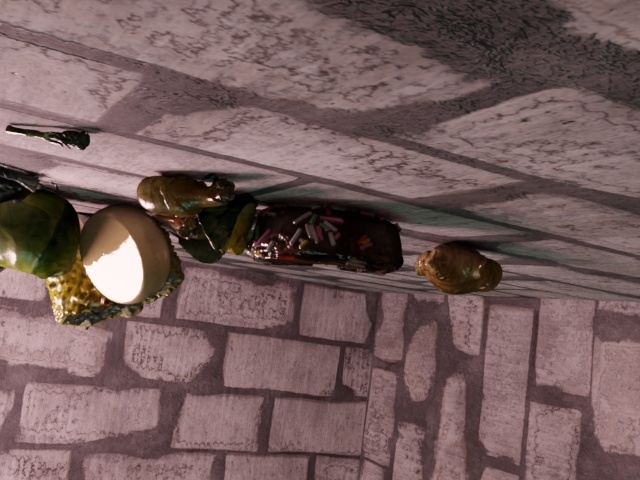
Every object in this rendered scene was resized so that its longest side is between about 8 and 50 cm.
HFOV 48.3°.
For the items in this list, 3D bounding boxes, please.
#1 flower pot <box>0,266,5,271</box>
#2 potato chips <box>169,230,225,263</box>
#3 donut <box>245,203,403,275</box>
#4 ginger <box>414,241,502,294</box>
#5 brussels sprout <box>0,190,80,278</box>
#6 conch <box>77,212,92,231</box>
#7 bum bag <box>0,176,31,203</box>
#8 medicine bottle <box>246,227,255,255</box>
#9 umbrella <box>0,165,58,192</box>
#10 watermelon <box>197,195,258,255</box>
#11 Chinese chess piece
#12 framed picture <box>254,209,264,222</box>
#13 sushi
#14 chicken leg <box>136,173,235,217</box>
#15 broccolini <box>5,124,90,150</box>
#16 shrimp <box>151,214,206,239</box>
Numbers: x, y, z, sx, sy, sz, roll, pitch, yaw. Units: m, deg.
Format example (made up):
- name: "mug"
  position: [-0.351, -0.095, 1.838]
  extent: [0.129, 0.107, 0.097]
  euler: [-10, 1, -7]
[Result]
- name: "flower pot"
  position: [-0.953, -0.017, 1.877]
  extent: [0.251, 0.379, 0.379]
  euler: [-16, 167, 14]
- name: "potato chips"
  position: [-0.340, -0.001, 1.986]
  extent: [0.167, 0.059, 0.228]
  euler: [5, -160, -24]
- name: "donut"
  position: [-0.004, -0.003, 1.533]
  extent: [0.345, 0.136, 0.259]
  euler: [2, 172, 22]
- name: "ginger"
  position: [0.329, 0.062, 1.816]
  extent: [0.219, 0.123, 0.270]
  euler: [-2, 159, 38]
- name: "brussels sprout"
  position: [-0.726, -0.012, 1.831]
  extent: [0.210, 0.219, 0.271]
  euler: [5, 145, 5]
- name: "conch"
  position: [-0.726, -0.035, 2.243]
  extent: [0.255, 0.127, 0.158]
  euler: [-17, 164, -47]
- name: "bum bag"
  position: [-0.783, -0.127, 1.516]
  extent: [0.144, 0.095, 0.340]
  euler: [-4, 175, 27]
- name: "medicine bottle"
  position: [-0.127, 0.001, 1.833]
  extent: [0.121, 0.083, 0.229]
  euler: [-3, -177, -3]
- name: "umbrella"
  position: [-0.659, -0.136, 1.532]
  extent: [0.044, 0.044, 0.269]
  euler: [-28, 161, 19]
- name: "watermelon"
  position: [-0.197, -0.031, 1.522]
  extent: [0.123, 0.129, 0.301]
  euler: [0, 176, 3]
- name: "Chinese chess piece"
  position: [-0.517, 0.037, 1.885]
  extent: [0.273, 0.273, 0.102]
  euler: [3, -162, 34]
- name: "framed picture"
  position: [-0.187, -0.061, 1.753]
  extent: [0.203, 0.015, 0.150]
  euler: [5, 173, 13]
- name: "sushi"
  position: [-0.622, 0.101, 2.166]
  extent: [0.396, 0.240, 0.351]
  euler: [-23, 169, -10]
- name: "chicken leg"
  position: [-0.246, -0.087, 1.358]
  extent: [0.227, 0.088, 0.103]
  euler: [-2, 160, 24]
- name: "broccolini"
  position: [-0.424, -0.166, 1.117]
  extent: [0.140, 0.030, 0.035]
  euler: [11, -150, 12]
- name: "shrimp"
  position: [-0.354, -0.043, 1.825]
  extent: [0.168, 0.077, 0.317]
  euler: [8, 179, -5]
